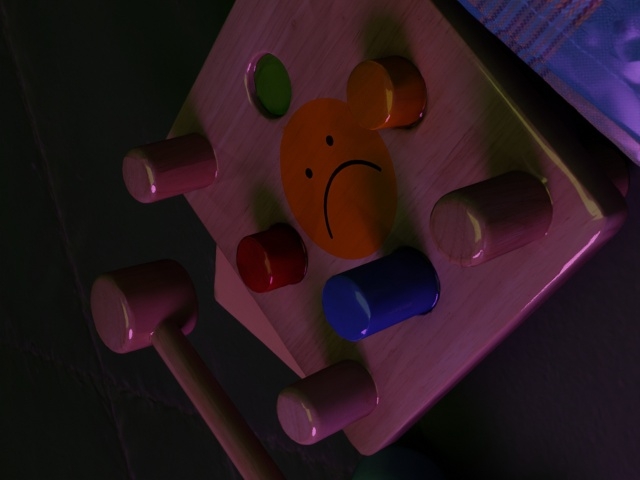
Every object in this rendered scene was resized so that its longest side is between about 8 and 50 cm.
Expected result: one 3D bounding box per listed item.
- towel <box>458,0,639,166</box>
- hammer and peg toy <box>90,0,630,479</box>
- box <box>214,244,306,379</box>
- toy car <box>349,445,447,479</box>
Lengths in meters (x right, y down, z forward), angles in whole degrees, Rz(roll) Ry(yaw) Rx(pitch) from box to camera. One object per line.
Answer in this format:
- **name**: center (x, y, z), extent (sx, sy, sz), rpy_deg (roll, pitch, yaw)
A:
- **towel**: center (0.156, -0.200, 0.346), extent (0.271, 0.040, 0.370), rpy_deg (40, 135, -4)
- **hammer and peg toy**: center (0.000, 0.000, 0.656), extent (0.266, 0.127, 0.361), rpy_deg (54, 137, 19)
- **box**: center (-0.008, 0.036, 0.801), extent (0.201, 0.021, 0.164), rpy_deg (38, 136, 32)
- **toy car**: center (0.105, 0.283, 0.696), extent (0.238, 0.219, 0.210), rpy_deg (8, 120, 17)
